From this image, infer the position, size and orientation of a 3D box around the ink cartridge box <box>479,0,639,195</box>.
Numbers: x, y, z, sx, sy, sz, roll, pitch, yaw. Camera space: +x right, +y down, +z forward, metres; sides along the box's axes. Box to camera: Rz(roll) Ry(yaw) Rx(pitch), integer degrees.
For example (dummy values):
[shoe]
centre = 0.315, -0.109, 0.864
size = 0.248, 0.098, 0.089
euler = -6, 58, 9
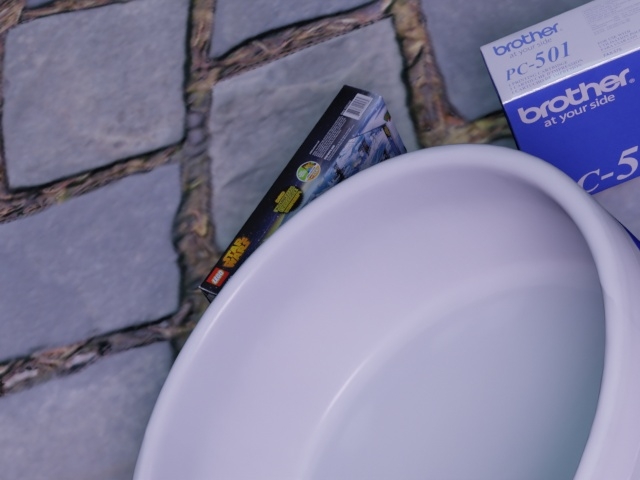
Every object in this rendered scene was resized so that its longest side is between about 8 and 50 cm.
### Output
[ink cartridge box]
centre = 0.194, -0.093, 0.851
size = 0.207, 0.097, 0.046
euler = -21, 50, 6

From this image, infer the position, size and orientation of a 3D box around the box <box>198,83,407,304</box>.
[box]
centre = 0.000, 0.000, 0.865
size = 0.027, 0.094, 0.137
euler = 21, 65, 33

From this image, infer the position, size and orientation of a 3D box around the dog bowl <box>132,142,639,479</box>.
[dog bowl]
centre = 0.045, 0.096, 0.713
size = 0.265, 0.104, 0.265
euler = -29, 43, 30
